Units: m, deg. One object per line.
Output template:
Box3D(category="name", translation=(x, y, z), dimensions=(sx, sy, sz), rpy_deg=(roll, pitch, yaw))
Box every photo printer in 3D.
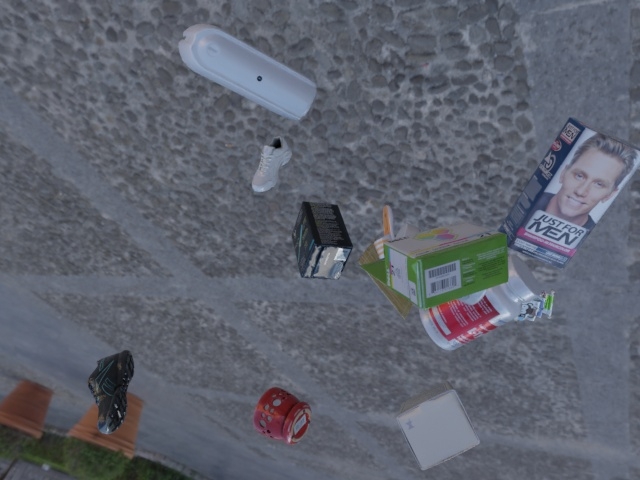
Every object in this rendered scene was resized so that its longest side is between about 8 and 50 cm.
Box3D(category="photo printer", translation=(-0.181, -0.399, 1.210), dimensions=(0.307, 0.107, 0.256), rpy_deg=(23, -170, -21))

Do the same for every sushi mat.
Box3D(category="sushi mat", translation=(0.277, 0.152, 2.066), dimensions=(0.317, 0.151, 0.019), rpy_deg=(51, 145, -11))

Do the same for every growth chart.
Box3D(category="growth chart", translation=(0.787, 0.256, 2.014), dimensions=(0.237, 0.021, 0.172), rpy_deg=(-3, 126, 21))

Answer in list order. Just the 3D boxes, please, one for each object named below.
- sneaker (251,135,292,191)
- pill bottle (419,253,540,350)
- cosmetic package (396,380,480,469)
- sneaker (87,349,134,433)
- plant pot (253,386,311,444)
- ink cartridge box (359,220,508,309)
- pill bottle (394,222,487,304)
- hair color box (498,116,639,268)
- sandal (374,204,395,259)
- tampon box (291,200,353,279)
Box3D(category="sneaker", translation=(-0.187, -0.278, 1.819), dimensions=(0.090, 0.232, 0.115), rpy_deg=(12, 150, 22))
Box3D(category="pill bottle", translation=(0.591, 0.228, 1.926), dimensions=(0.229, 0.229, 0.407), rpy_deg=(36, 125, -23))
Box3D(category="cosmetic package", translation=(0.285, 0.443, 1.267), dimensions=(0.153, 0.129, 0.296), rpy_deg=(-27, 164, 6))
Box3D(category="sneaker", translation=(-0.596, 0.427, 1.447), dimensions=(0.106, 0.267, 0.101), rpy_deg=(-5, 124, -6))
Box3D(category="plant pot", translation=(-0.142, 0.697, 2.027), dimensions=(0.174, 0.191, 0.191), rpy_deg=(16, 149, 32))
Box3D(category="ink cartridge box", translation=(0.203, 0.025, 0.999), dimensions=(0.255, 0.188, 0.097), rpy_deg=(-148, 46, -63))
Box3D(category="pill bottle", translation=(0.286, 0.050, 1.231), dimensions=(0.229, 0.131, 0.131), rpy_deg=(25, 147, -1))
Box3D(category="hair color box", translation=(0.625, -0.113, 1.311), dimensions=(0.173, 0.105, 0.348), rpy_deg=(20, 117, -7))
Box3D(category="sandal", translation=(0.236, -0.004, 1.941), dimensions=(0.076, 0.266, 0.102), rpy_deg=(-2, 160, -6))
Box3D(category="tampon box", translation=(0.000, 0.000, 1.298), dimensions=(0.101, 0.161, 0.121), rpy_deg=(5, 131, -20))
